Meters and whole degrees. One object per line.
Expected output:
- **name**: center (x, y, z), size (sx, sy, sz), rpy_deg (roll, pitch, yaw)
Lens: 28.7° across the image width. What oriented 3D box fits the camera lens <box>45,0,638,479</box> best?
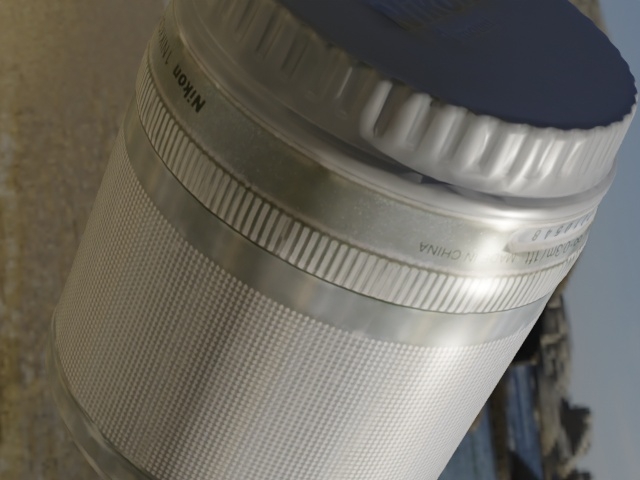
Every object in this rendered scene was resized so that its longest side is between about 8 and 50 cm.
- **camera lens**: center (0.000, 0.000, 0.610), size (0.219, 0.219, 0.274), rpy_deg (-82, -165, -57)
